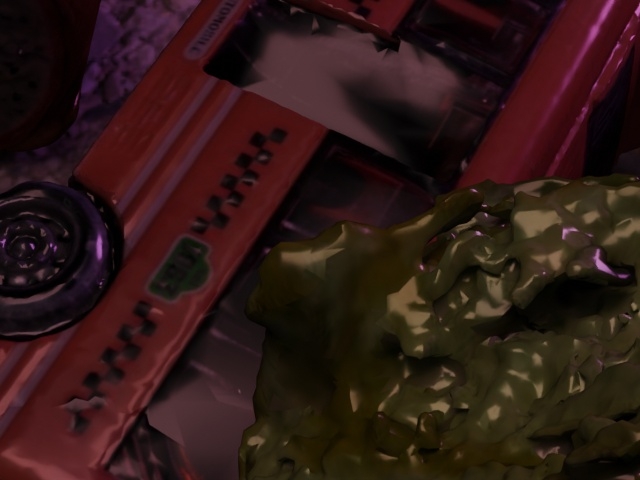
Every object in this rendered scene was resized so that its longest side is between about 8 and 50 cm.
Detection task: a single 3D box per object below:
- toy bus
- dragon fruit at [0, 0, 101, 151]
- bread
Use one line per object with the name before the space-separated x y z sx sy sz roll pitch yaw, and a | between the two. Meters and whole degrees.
toy bus | 0.000 0.000 0.785 0.233 0.203 0.427 24 61 17
dragon fruit | -0.239 -0.197 0.892 0.291 0.290 0.189 4 56 7
bread | 0.114 0.141 0.583 0.251 0.376 0.208 -19 46 11
